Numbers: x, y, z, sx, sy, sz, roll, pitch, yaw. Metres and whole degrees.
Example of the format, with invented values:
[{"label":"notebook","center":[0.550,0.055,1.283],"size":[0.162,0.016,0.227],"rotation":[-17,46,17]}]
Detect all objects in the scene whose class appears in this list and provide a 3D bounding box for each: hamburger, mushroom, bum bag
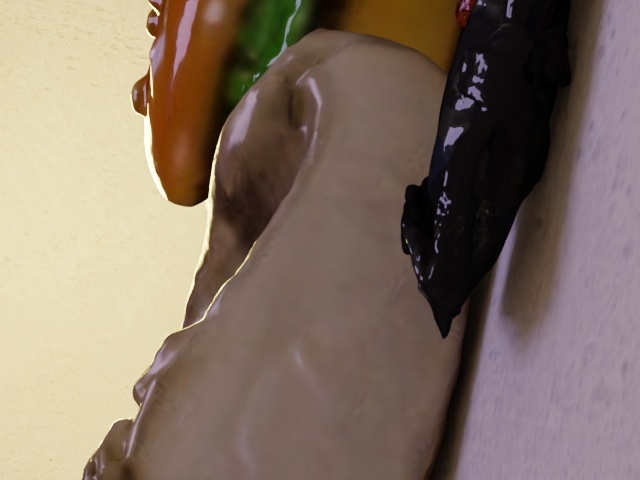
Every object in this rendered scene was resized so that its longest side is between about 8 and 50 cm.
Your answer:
[{"label":"hamburger","center":[-0.032,-0.182,1.425],"size":[0.396,0.277,0.396],"rotation":[-166,90,-86]},{"label":"mushroom","center":[0.002,0.066,1.077],"size":[0.314,0.224,0.397],"rotation":[64,-135,-77]},{"label":"bum bag","center":[0.107,-0.090,0.877],"size":[0.137,0.074,0.310],"rotation":[74,-146,-75]}]

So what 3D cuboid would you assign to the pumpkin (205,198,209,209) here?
[{"label":"pumpkin","center":[-0.071,-0.111,1.788],"size":[0.248,0.248,0.248],"rotation":[-167,90,-84]}]

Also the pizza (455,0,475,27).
[{"label":"pizza","center":[0.128,-0.213,1.170],"size":[0.100,0.029,0.099],"rotation":[-87,13,-60]}]
